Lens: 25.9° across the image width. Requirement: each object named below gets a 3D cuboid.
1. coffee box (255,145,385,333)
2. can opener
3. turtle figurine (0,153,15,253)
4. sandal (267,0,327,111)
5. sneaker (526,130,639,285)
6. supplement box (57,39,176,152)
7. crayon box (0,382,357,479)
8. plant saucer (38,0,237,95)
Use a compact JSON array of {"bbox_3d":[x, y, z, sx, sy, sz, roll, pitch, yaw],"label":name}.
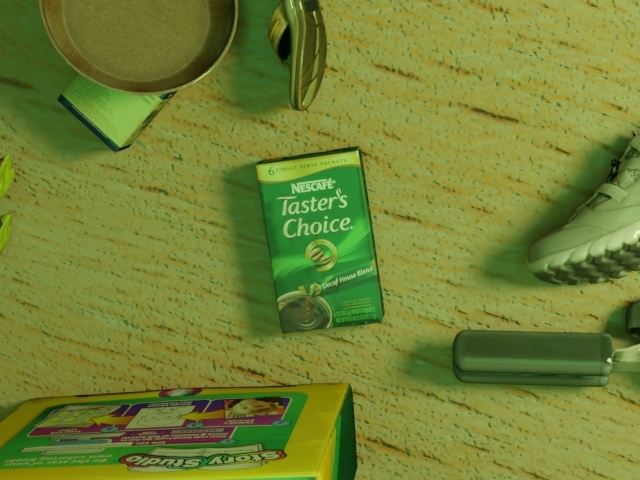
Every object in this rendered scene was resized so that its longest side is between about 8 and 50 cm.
[{"bbox_3d":[0.000,0.000,1.448,0.113,0.040,0.184,-6,99,8],"label":"coffee box"},{"bbox_3d":[0.276,0.108,1.430,0.280,0.074,0.093,-3,65,5],"label":"can opener"},{"bbox_3d":[-0.437,-0.062,1.464,0.217,0.087,0.269,9,100,5],"label":"turtle figurine"},{"bbox_3d":[-0.029,-0.220,1.405,0.049,0.072,0.180,-3,98,23],"label":"sandal"},{"bbox_3d":[0.326,-0.050,1.392,0.281,0.105,0.115,-30,65,12],"label":"sneaker"},{"bbox_3d":[-0.209,-0.150,1.439,0.083,0.056,0.083,42,102,-1],"label":"supplement box"},{"bbox_3d":[-0.158,0.233,1.367,0.363,0.313,0.106,-3,99,7],"label":"crayon box"},{"bbox_3d":[-0.184,-0.234,1.399,0.198,0.036,0.198,4,75,-14],"label":"plant saucer"}]
